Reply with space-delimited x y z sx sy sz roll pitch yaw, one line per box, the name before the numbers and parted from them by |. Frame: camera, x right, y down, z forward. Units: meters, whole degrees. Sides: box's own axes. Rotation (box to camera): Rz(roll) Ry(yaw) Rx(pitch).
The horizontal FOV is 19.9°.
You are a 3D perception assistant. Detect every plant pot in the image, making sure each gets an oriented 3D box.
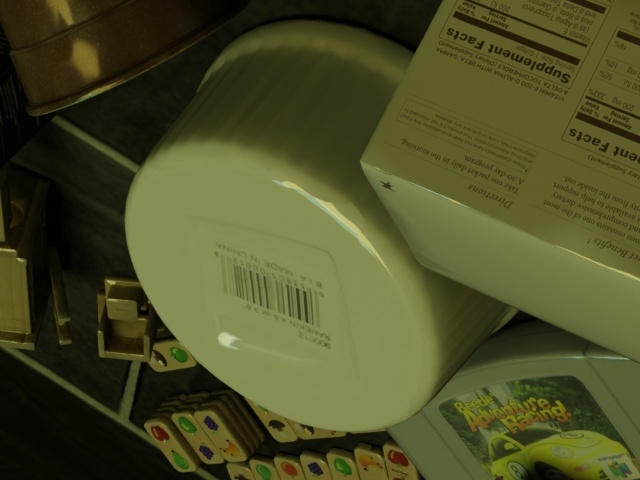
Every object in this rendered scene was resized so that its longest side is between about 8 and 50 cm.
plant pot | -0.154 -0.191 1.168 0.167 0.167 0.165 -11 113 45

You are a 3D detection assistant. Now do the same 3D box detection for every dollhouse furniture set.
dollhouse furniture set | -0.202 -0.005 1.463 0.161 0.101 0.182 7 136 1

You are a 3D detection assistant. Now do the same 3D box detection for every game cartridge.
game cartridge | 0.181 0.147 1.305 0.294 0.060 0.196 -20 109 48

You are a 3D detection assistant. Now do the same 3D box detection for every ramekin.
ramekin | 0.000 0.000 1.240 0.277 0.135 0.277 22 138 21

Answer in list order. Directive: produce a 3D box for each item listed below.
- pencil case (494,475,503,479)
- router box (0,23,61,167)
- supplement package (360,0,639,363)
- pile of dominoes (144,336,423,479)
pencil case | 0.207 0.229 1.254 0.209 0.095 0.098 11 117 29
router box | -0.385 -0.109 1.360 0.309 0.243 0.081 21 138 23
supplement package | 0.183 -0.022 0.998 0.262 0.145 0.204 25 170 19
pile of dominoes | -0.038 0.159 1.503 0.251 0.040 0.196 -12 119 45
